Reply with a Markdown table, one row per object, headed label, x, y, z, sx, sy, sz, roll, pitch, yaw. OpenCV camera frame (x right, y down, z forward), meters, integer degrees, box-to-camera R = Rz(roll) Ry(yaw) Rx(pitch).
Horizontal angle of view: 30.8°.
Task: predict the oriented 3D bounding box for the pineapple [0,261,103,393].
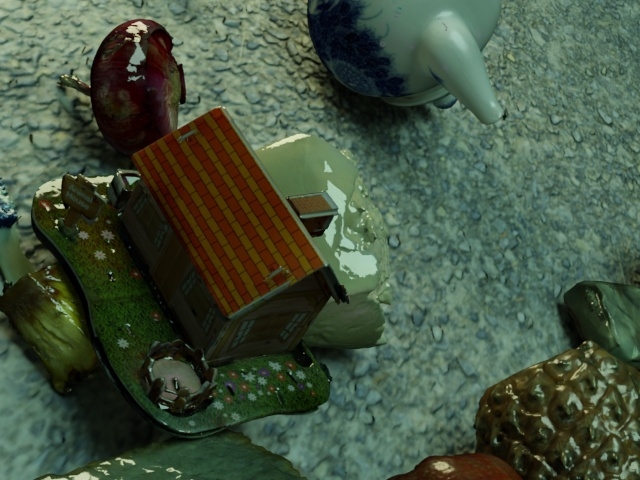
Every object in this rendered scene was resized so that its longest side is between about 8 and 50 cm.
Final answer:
| label | x | y | z | sx | sy | sz | roll | pitch | yaw |
| --- | --- | --- | --- | --- | --- | --- | --- | --- | --- |
| pineapple | -0.227 | 0.059 | 1.021 | 0.116 | 0.069 | 0.137 | 27 | 35 | -33 |

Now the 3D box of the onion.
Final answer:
| label | x | y | z | sx | sy | sz | roll | pitch | yaw |
| --- | --- | --- | --- | --- | --- | --- | --- | --- | --- |
| onion | -0.215 | -0.157 | 1.219 | 0.140 | 0.150 | 0.150 | 1 | 41 | 11 |

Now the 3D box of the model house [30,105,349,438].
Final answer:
| label | x | y | z | sx | sy | sz | roll | pitch | yaw |
| --- | --- | --- | --- | --- | --- | --- | --- | --- | --- |
| model house | -0.098 | 0.002 | 0.996 | 0.207 | 0.154 | 0.294 | -5 | 50 | -42 |

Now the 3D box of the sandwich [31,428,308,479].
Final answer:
| label | x | y | z | sx | sy | sz | roll | pitch | yaw |
| --- | --- | --- | --- | --- | --- | --- | --- | --- | --- |
| sandwich | -0.068 | 0.248 | 0.801 | 0.262 | 0.131 | 0.325 | -6 | 16 | -43 |

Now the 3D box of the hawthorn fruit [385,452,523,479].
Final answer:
| label | x | y | z | sx | sy | sz | roll | pitch | yaw |
| --- | --- | --- | --- | --- | --- | --- | --- | --- | --- |
| hawthorn fruit | 0.128 | 0.287 | 1.048 | 0.169 | 0.169 | 0.188 | 9 | 50 | -35 |

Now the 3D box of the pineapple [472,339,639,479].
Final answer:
| label | x | y | z | sx | sy | sz | roll | pitch | yaw |
| --- | --- | --- | --- | --- | --- | --- | --- | --- | --- |
| pineapple | 0.274 | 0.299 | 1.138 | 0.202 | 0.202 | 0.362 | 10 | 56 | -34 |

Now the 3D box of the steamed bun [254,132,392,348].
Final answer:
| label | x | y | z | sx | sy | sz | roll | pitch | yaw |
| --- | --- | --- | --- | --- | --- | --- | --- | --- | --- |
| steamed bun | 0.000 | 0.000 | 1.192 | 0.200 | 0.170 | 0.225 | -5 | 59 | -46 |

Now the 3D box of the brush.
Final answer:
| label | x | y | z | sx | sy | sz | roll | pitch | yaw |
| --- | --- | --- | --- | --- | --- | --- | --- | --- | --- |
| brush | -0.284 | -0.001 | 1.062 | 0.033 | 0.030 | 0.178 | 3 | 52 | -52 |

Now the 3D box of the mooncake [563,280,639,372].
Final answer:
| label | x | y | z | sx | sy | sz | roll | pitch | yaw |
| --- | --- | --- | --- | --- | --- | --- | --- | --- | --- |
| mooncake | 0.380 | 0.113 | 1.492 | 0.125 | 0.073 | 0.130 | 16 | 47 | -34 |

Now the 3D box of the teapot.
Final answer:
| label | x | y | z | sx | sy | sz | roll | pitch | yaw |
| --- | --- | --- | --- | --- | --- | --- | --- | --- | --- |
| teapot | 0.119 | -0.282 | 1.526 | 0.280 | 0.252 | 0.424 | 57 | -1 | -39 |
